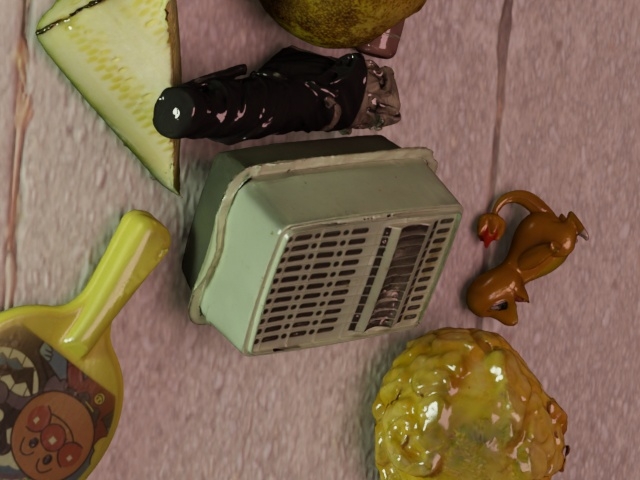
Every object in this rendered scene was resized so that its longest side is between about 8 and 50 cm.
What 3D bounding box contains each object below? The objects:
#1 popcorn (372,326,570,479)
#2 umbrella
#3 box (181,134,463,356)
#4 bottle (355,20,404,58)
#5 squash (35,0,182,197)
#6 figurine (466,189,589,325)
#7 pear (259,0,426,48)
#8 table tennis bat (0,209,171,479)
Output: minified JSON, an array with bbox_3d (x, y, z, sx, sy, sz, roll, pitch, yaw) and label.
[{"bbox_3d":[0.174,0.232,2.204,0.250,0.190,0.250,0,89,3],"label":"popcorn"},{"bbox_3d":[-0.046,-0.158,1.979,0.358,0.113,0.106,-10,98,-52],"label":"umbrella"},{"bbox_3d":[0.000,0.000,2.026,0.291,0.166,0.220,-7,131,-36],"label":"box"},{"bbox_3d":[0.078,-0.283,2.138,0.053,0.053,0.140,14,90,-37],"label":"bottle"},{"bbox_3d":[-0.158,-0.184,1.945,0.252,0.169,0.093,51,25,-30],"label":"squash"},{"bbox_3d":[0.239,0.017,2.297,0.122,0.121,0.176,41,82,-5],"label":"figurine"},{"bbox_3d":[0.029,-0.304,2.017,0.197,0.197,0.197,-7,102,-36],"label":"pear"},{"bbox_3d":[-0.274,0.128,1.949,0.224,0.054,0.368,42,77,-34],"label":"table tennis bat"}]
